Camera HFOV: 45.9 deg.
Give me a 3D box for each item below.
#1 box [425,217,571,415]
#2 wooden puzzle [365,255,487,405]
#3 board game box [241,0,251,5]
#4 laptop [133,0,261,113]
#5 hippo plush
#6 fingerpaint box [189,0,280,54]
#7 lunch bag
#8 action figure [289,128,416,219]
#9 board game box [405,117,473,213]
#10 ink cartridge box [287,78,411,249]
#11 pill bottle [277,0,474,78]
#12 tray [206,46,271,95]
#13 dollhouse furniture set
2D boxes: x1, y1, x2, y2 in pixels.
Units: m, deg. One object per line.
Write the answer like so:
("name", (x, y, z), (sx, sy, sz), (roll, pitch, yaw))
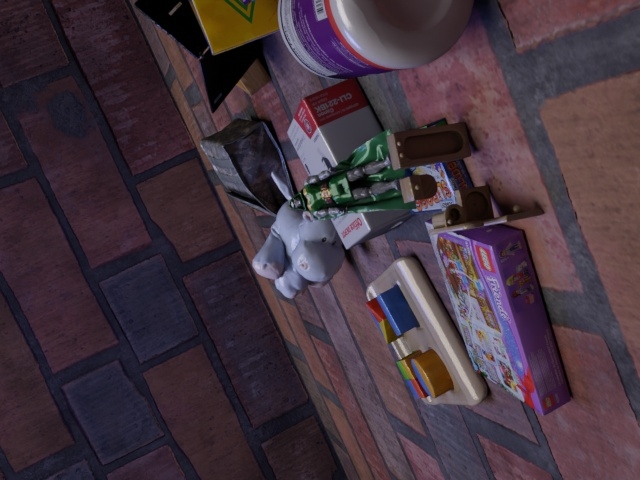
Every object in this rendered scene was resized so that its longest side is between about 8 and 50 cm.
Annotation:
("box", (0.274, 0.106, 1.183), (0.293, 0.057, 0.201), (69, 166, -19))
("wooden puzzle", (0.196, 0.214, 1.615), (0.322, 0.080, 0.348), (62, 166, 8))
("board game box", (0.001, -0.407, 0.963), (0.056, 0.208, 0.347), (43, 174, -19))
("laptop", (-0.260, -0.469, 1.680), (0.264, 0.234, 0.136), (39, 148, -14))
("hippo plush", (0.000, 0.000, 1.820), (0.236, 0.234, 0.294), (0, 74, 56))
("fingerpaint box", (-0.195, -0.545, 1.336), (0.445, 0.163, 0.371), (-114, 3, -69))
("lunch bag", (-0.193, -0.189, 2.161), (0.287, 0.169, 0.235), (61, 165, -22))
("action figure", (0.039, -0.088, 1.290), (0.232, 0.063, 0.137), (-16, 90, 37))
("board game box", (0.171, -0.114, 1.219), (0.136, 0.035, 0.201), (66, 166, -5))
("ink cartridge box", (0.057, -0.137, 1.428), (0.273, 0.114, 0.197), (62, 165, 5))
("pill bottle", (0.052, -0.310, 1.001), (0.181, 0.181, 0.323), (68, 166, -15))
("tray", (-0.284, -0.550, 1.816), (0.411, 0.076, 0.203), (54, 174, -36))
("dollhouse furniture set", (0.191, -0.089, 1.022), (0.123, 0.144, 0.151), (167, 91, -71))
